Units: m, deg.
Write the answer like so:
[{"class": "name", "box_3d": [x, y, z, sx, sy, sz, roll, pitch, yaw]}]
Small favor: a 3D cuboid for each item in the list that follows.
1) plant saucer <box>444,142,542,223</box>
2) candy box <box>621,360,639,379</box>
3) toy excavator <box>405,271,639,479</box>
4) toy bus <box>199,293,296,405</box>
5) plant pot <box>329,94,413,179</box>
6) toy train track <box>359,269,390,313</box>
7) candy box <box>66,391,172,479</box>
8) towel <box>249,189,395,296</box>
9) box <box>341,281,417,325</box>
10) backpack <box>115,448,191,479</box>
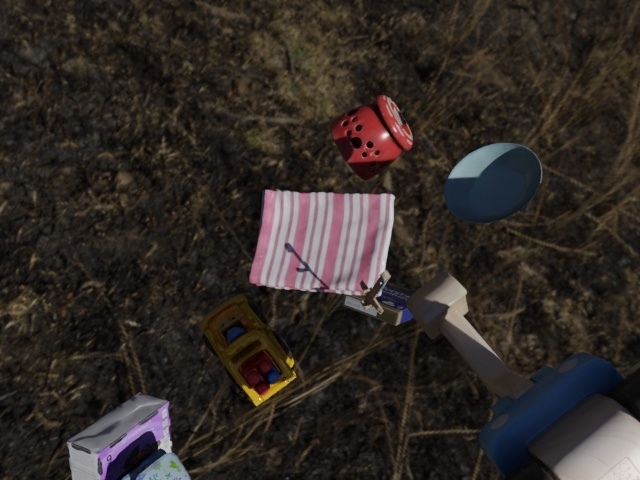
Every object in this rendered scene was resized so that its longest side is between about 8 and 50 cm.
[{"class": "plant saucer", "box_3d": [0.341, -0.105, 1.330, 0.037, 0.195, 0.194, 48, 34, -44]}, {"class": "candy box", "box_3d": [0.603, 0.324, 1.320, 0.317, 0.182, 0.087, -25, 55, -22]}, {"class": "toy excavator", "box_3d": [0.292, 0.241, 0.890, 0.433, 0.222, 0.445, 51, -3, 0]}, {"class": "toy bus", "box_3d": [-0.156, 0.249, 1.481, 0.220, 0.149, 0.211, 56, -4, -11]}, {"class": "plant pot", "box_3d": [0.146, -0.283, 1.836, 0.191, 0.174, 0.191, 51, 22, -30]}, {"class": "toy train track", "box_3d": [0.063, 0.062, 0.821, 0.014, 0.083, 0.048, -22, 67, -30]}, {"class": "candy box", "box_3d": [-0.319, 0.377, 1.105, 0.165, 0.070, 0.196, -32, 127, -57]}, {"class": "towel", "box_3d": [0.000, 0.000, 0.940, 0.029, 0.197, 0.144, 33, 62, -66]}, {"class": "box", "box_3d": [0.165, 0.132, 1.484, 0.225, 0.137, 0.036, -6, 109, -55]}, {"class": "backpack", "box_3d": [-0.242, 0.382, 1.006, 0.114, 0.084, 0.105, 57, 35, 1]}]
